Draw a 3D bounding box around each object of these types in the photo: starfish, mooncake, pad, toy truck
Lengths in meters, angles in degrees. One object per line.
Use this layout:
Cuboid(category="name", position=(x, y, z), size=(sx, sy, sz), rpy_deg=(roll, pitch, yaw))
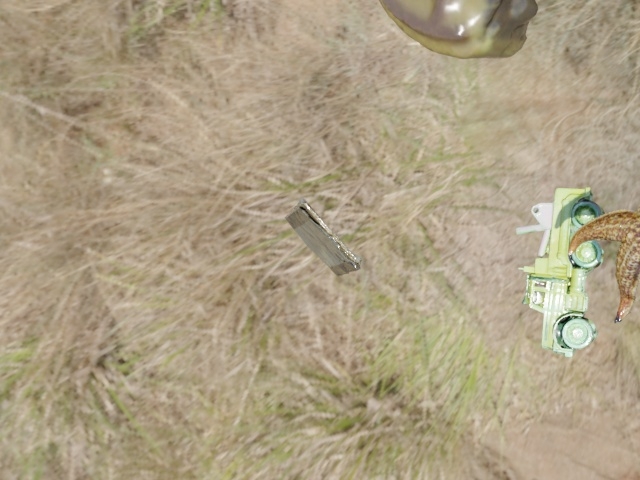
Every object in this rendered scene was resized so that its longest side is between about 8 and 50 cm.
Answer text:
Cuboid(category="starfish", position=(0.386, -0.005, 1.187), size=(0.213, 0.057, 0.238), rpy_deg=(26, 112, 44))
Cuboid(category="mooncake", position=(0.247, -0.443, 1.358), size=(0.393, 0.246, 0.394), rpy_deg=(-7, 90, 39))
Cuboid(category="pad", position=(-0.001, 0.001, 2.009), size=(0.022, 0.233, 0.174), rpy_deg=(-43, 93, -12))
Cuboid(category="toy truck", position=(0.376, 0.050, 1.602), size=(0.135, 0.128, 0.259), rpy_deg=(1, 87, 18))
